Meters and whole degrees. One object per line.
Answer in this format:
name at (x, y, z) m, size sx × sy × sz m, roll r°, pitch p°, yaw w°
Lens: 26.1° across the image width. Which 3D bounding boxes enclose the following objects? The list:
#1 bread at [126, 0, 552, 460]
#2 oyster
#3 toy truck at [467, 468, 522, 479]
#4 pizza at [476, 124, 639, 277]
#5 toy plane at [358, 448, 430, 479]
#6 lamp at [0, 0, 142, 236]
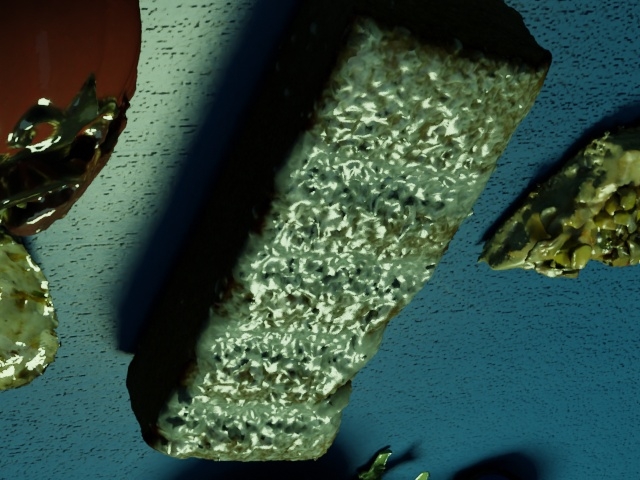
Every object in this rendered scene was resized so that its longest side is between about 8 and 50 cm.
bread at (0.000, 0.000, 0.983) m, size 0.165 × 0.113 × 0.416 m, roll 4°, pitch 132°, yaw -30°
oyster at (-0.243, 0.054, 0.978) m, size 0.105 × 0.056 × 0.177 m, roll -23°, pitch 142°, yaw -17°
toy truck at (0.149, 0.351, 1.381) m, size 0.213 × 0.177 × 0.161 m, roll -18°, pitch 138°, yaw -3°
pizza at (0.248, -0.024, 1.100) m, size 0.226 × 0.069 × 0.147 m, roll -8°, pitch 140°, yaw -16°
toy plane at (0.056, 0.251, 1.324) m, size 0.111 × 0.040 × 0.102 m, roll -12°, pitch 102°, yaw 11°
lamp at (-0.199, -0.094, 0.713) m, size 0.227 × 0.227 × 0.227 m, roll -12°, pitch 139°, yaw -11°
